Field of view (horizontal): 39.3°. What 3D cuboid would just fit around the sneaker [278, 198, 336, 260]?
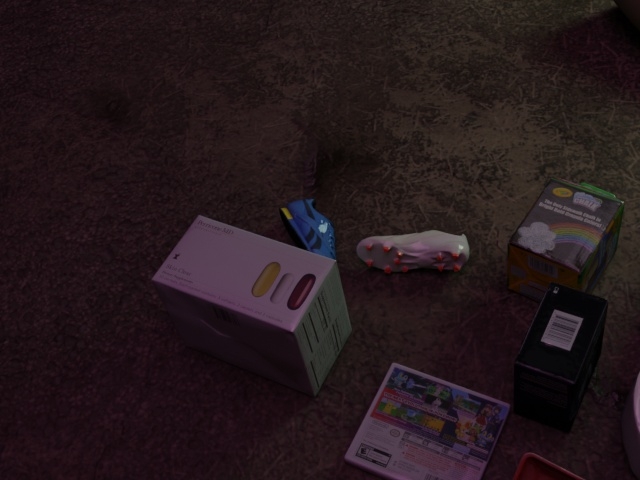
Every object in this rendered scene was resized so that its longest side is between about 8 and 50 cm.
[{"bbox_3d":[0.000,0.000,1.609,0.082,0.069,0.209,-22,51,-11],"label":"sneaker"}]

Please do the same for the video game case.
[{"bbox_3d":[0.165,0.296,1.375,0.201,0.023,0.183,17,57,23],"label":"video game case"}]

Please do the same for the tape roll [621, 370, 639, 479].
[{"bbox_3d":[0.577,0.262,1.260,0.286,0.100,0.286,-3,57,5],"label":"tape roll"}]

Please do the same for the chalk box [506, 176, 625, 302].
[{"bbox_3d":[0.417,-0.006,1.498,0.132,0.132,0.213,25,59,28],"label":"chalk box"}]

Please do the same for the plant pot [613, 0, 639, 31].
[{"bbox_3d":[0.721,-0.464,1.749,0.257,0.256,0.274,-16,67,-2],"label":"plant pot"}]

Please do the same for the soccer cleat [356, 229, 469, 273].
[{"bbox_3d":[0.163,0.016,1.574,0.196,0.068,0.076,3,38,11],"label":"soccer cleat"}]

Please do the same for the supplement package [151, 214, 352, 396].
[{"bbox_3d":[-0.105,0.105,1.458,0.262,0.204,0.145,17,57,23],"label":"supplement package"}]

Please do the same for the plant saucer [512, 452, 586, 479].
[{"bbox_3d":[0.332,0.441,1.136,0.259,0.048,0.258,23,92,32],"label":"plant saucer"}]

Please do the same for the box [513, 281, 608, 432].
[{"bbox_3d":[0.359,0.176,1.345,0.093,0.158,0.156,18,58,24],"label":"box"}]
